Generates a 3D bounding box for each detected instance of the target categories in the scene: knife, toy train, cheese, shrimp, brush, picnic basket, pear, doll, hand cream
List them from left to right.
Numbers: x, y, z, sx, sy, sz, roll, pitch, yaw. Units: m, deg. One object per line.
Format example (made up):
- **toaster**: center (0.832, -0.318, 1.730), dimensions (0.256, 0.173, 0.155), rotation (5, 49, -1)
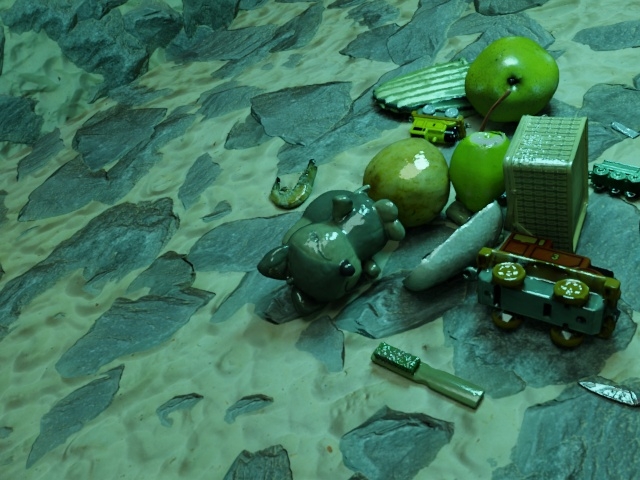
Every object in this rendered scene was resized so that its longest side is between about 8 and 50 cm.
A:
- **shrimp**: center (-0.087, -0.189, 2.154), dimensions (0.150, 0.051, 0.217), rotation (2, 50, 30)
- **doll**: center (0.018, 0.029, 1.811), dimensions (0.382, 0.252, 0.378), rotation (-36, 8, -10)
- **brush**: center (0.243, 0.306, 1.535), dimensions (0.282, 0.048, 0.054), rotation (21, 57, 32)
- **toy train**: center (0.381, -0.368, 2.160), dimensions (0.219, 0.089, 0.127), rotation (13, 61, 28)
- **cheese**: center (0.429, -0.049, 1.844), dimensions (0.065, 0.043, 0.194), rotation (-38, 48, -13)
- **pear**: center (0.440, -0.183, 1.796), dimensions (0.188, 0.219, 0.187), rotation (-6, 34, 4)
- **pear**: center (0.605, -0.508, 2.098), dimensions (0.294, 0.294, 0.294), rotation (-9, 43, 9)
- **toy train**: center (0.527, 0.102, 1.576), dimensions (0.369, 0.163, 0.231), rotation (15, 43, 31)
- **picnic basket**: center (0.574, -0.137, 1.690), dimensions (0.175, 0.312, 0.228), rotation (7, 48, 29)
- **toy train**: center (0.833, -0.174, 1.826), dimensions (0.171, 0.071, 0.111), rotation (21, 46, 35)
- **hand cream**: center (0.921, -0.335, 2.002), dimensions (0.030, 0.019, 0.093), rotation (-31, 51, -17)
- **knife**: center (0.667, 0.336, 1.388), dimensions (0.247, 0.018, 0.035), rotation (10, 52, 30)

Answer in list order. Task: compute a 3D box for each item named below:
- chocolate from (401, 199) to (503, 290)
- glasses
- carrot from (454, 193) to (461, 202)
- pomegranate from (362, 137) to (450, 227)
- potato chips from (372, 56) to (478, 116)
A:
- **chocolate**: center (0.348, 0.030, 1.696), dimensions (0.303, 0.185, 0.100), rotation (-36, 83, -11)
- **glasses**: center (0.516, -0.274, 1.891), dimensions (0.118, 0.268, 0.234), rotation (-10, 40, -18)
- **carrot**: center (0.446, -0.103, 1.891), dimensions (0.048, 0.048, 0.139), rotation (-34, 47, -17)
- **pomegranate**: center (0.249, -0.166, 1.880), dimensions (0.261, 0.260, 0.260), rotation (-9, 43, 9)
- **potato chips**: center (0.399, -0.535, 2.343), dimensions (0.429, 0.070, 0.358), rotation (-12, 40, 4)
